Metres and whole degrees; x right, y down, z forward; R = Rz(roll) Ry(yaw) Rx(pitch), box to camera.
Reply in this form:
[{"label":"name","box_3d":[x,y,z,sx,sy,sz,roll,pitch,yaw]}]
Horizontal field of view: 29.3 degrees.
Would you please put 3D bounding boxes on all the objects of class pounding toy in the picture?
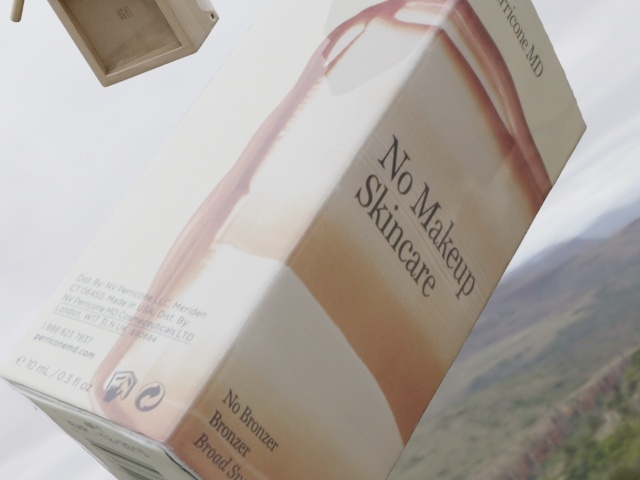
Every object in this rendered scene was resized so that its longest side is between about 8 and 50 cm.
[{"label":"pounding toy","box_3d":[-0.240,-0.278,1.300,0.181,0.206,0.094,-16,30,27]}]

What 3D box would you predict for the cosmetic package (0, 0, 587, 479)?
[{"label":"cosmetic package","box_3d":[0.000,0.000,0.620,0.129,0.153,0.296,12,61,41]}]
